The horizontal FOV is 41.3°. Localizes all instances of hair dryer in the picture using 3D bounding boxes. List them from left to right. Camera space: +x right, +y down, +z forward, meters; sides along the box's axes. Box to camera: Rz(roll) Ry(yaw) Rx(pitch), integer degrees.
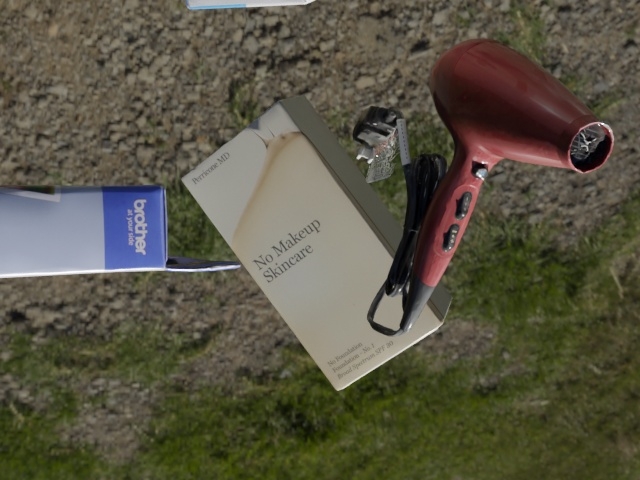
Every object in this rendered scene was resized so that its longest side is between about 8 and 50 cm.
[{"bbox_3d":[0.124,-0.050,0.687,0.080,0.223,0.293,1,164,-25],"label":"hair dryer"}]

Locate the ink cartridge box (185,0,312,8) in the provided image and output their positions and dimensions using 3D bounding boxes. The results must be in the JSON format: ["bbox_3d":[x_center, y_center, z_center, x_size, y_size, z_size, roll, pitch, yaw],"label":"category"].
[{"bbox_3d":[-0.001,-0.213,0.577,0.104,0.181,0.061,10,124,36],"label":"ink cartridge box"}]

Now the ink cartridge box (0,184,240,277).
[{"bbox_3d":[-0.229,-0.004,0.548,0.311,0.065,0.186,1,180,-29],"label":"ink cartridge box"}]

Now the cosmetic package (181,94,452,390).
[{"bbox_3d":[0.000,0.000,1.005,0.160,0.113,0.309,-37,92,19],"label":"cosmetic package"}]
